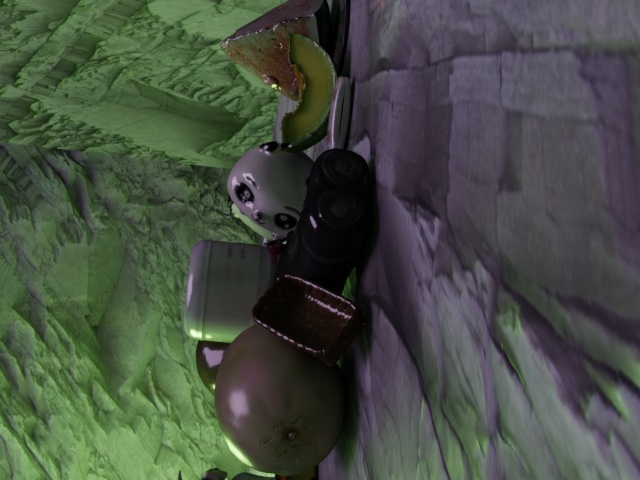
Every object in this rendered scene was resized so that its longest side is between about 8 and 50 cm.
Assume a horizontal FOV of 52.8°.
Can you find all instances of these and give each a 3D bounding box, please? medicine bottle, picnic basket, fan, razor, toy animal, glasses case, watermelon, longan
[{"bbox_3d":[-0.165,0.129,1.555,0.241,0.302,0.241,-174,90,-82],"label":"medicine bottle"},{"bbox_3d":[-0.020,0.125,1.033,0.110,0.193,0.055,-50,-46,-17],"label":"picnic basket"},{"bbox_3d":[0.049,-0.534,1.571,0.223,0.012,0.294,136,140,-80],"label":"fan"},{"bbox_3d":[0.002,0.000,1.151,0.349,0.113,0.204,116,162,-56],"label":"razor"},{"bbox_3d":[-0.108,-0.126,1.600,0.310,0.251,0.251,150,125,-71],"label":"toy animal"},{"bbox_3d":[0.038,-0.257,1.337,0.063,0.041,0.164,-139,56,-80],"label":"glasses case"},{"bbox_3d":[-0.085,-0.534,1.745,0.250,0.292,0.283,-43,-31,-52],"label":"watermelon"},{"bbox_3d":[-0.202,0.316,1.798,0.297,0.297,0.297,-174,90,-81],"label":"longan"}]

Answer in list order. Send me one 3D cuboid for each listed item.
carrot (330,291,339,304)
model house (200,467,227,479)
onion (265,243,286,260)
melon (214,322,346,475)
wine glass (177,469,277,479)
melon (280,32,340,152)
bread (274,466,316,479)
[{"bbox_3d":[-0.017,0.165,1.360,0.336,0.069,0.069,117,157,-59],"label":"carrot"},{"bbox_3d":[-0.212,0.682,1.496,0.245,0.312,0.280,56,-138,-79],"label":"model house"},{"bbox_3d":[-0.118,0.096,1.791,0.177,0.153,0.177,49,161,23],"label":"onion"},{"bbox_3d":[-0.070,0.263,1.105,0.317,0.223,0.223,-125,41,-70],"label":"melon"},{"bbox_3d":[-0.184,0.494,1.264,0.079,0.195,0.079,-173,90,-79],"label":"wine glass"},{"bbox_3d":[-0.006,-0.319,1.464,0.169,0.129,0.265,21,-109,-76],"label":"melon"},{"bbox_3d":[-0.050,0.586,1.235,0.138,0.077,0.361,106,167,-46],"label":"bread"}]
